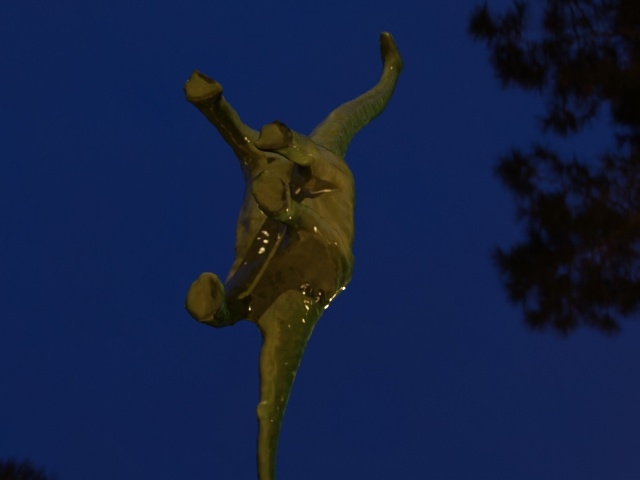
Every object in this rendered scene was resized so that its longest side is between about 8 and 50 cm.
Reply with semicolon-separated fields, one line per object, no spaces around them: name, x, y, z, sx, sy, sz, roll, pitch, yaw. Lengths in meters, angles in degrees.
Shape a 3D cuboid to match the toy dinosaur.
toy dinosaur;0.000;0.000;0.948;0.087;0.301;0.447;-5;-108;20
